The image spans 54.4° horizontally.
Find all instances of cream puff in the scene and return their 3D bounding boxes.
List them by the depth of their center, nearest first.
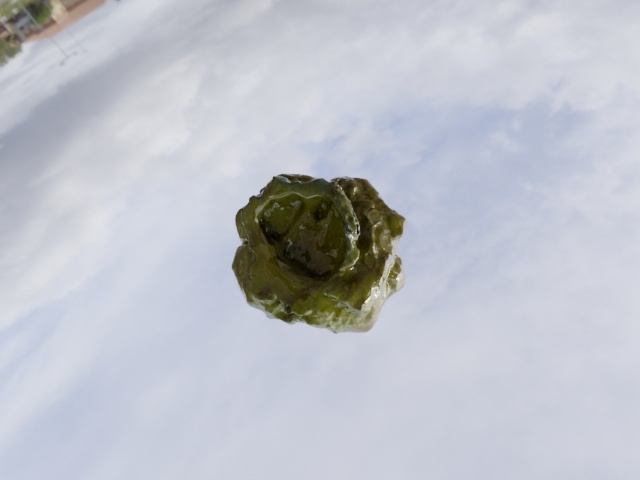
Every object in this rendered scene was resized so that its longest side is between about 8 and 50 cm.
[{"bbox_3d":[0.000,0.002,0.902,0.282,0.185,0.281,4,-126,-5],"label":"cream puff"}]
